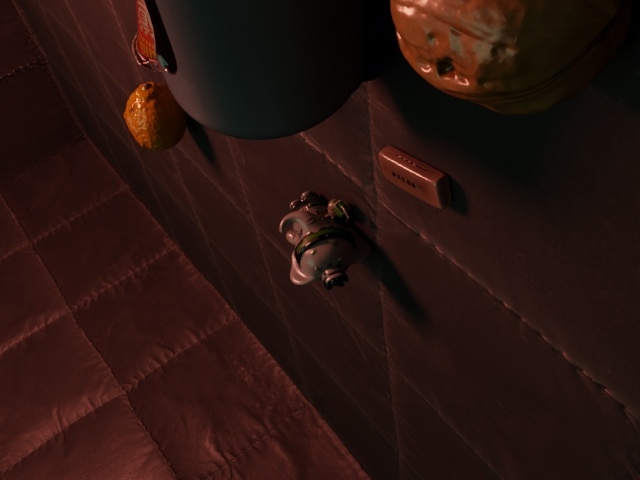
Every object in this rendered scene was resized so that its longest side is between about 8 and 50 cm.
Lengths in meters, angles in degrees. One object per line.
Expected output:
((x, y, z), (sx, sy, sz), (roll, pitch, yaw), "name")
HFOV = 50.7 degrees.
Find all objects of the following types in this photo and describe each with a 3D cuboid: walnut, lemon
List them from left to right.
((-0.390, -0.296, 1.597), (0.142, 0.142, 0.187), (45, 155, 31), "lemon")
((0.129, -0.164, 0.488), (0.180, 0.144, 0.144), (31, 151, 36), "walnut")

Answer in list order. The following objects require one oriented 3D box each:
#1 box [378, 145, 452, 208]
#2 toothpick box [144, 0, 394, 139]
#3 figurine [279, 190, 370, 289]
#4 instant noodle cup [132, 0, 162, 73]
((0.116, -0.079, 0.843), (0.115, 0.025, 0.048), (38, 153, 45), "box")
((-0.056, -0.256, 0.678), (0.263, 0.263, 0.354), (46, 160, 29), "toothpick box")
((0.000, 0.000, 1.129), (0.126, 0.147, 0.192), (50, -166, -53), "figurine")
((-0.174, -0.355, 0.895), (0.193, 0.193, 0.212), (45, 151, 32), "instant noodle cup")
